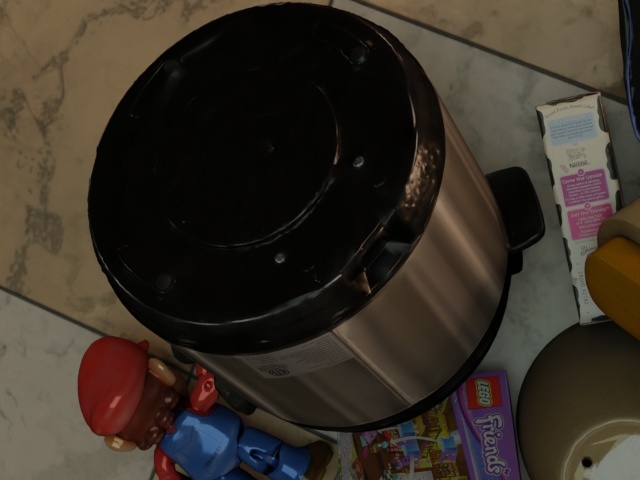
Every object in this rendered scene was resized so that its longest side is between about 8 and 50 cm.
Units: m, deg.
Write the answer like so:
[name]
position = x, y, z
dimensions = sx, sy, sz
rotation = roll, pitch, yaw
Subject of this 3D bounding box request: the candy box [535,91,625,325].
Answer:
[candy box]
position = 0.291, -0.037, 1.330
dimensions = 0.071, 0.159, 0.234
rotation = -12, 91, 13

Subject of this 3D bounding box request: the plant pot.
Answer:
[plant pot]
position = 0.318, 0.216, 1.281
dimensions = 0.256, 0.274, 0.257
rotation = 1, 93, 14

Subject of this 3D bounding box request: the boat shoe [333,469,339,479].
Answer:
[boat shoe]
position = 0.149, 0.351, 1.432
dimensions = 0.302, 0.109, 0.094
rotation = 21, 111, 22

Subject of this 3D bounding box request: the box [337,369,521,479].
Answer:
[box]
position = 0.123, 0.294, 1.358
dimensions = 0.200, 0.057, 0.293
rotation = -8, 56, 9

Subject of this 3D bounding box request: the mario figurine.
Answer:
[mario figurine]
position = -0.145, 0.217, 1.498
dimensions = 0.320, 0.170, 0.198
rotation = 34, 65, -1

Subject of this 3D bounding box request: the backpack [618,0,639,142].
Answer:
[backpack]
position = 0.446, -0.212, 1.255
dimensions = 0.263, 0.213, 0.277
rotation = -4, 99, 23

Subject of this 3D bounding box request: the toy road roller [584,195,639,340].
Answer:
[toy road roller]
position = 0.418, 0.096, 1.149
dimensions = 0.202, 0.241, 0.329
rotation = -32, 48, -18

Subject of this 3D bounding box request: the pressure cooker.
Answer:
[pressure cooker]
position = -0.001, 0.006, 1.290
dimensions = 0.369, 0.420, 0.376
rotation = 23, 77, 31
